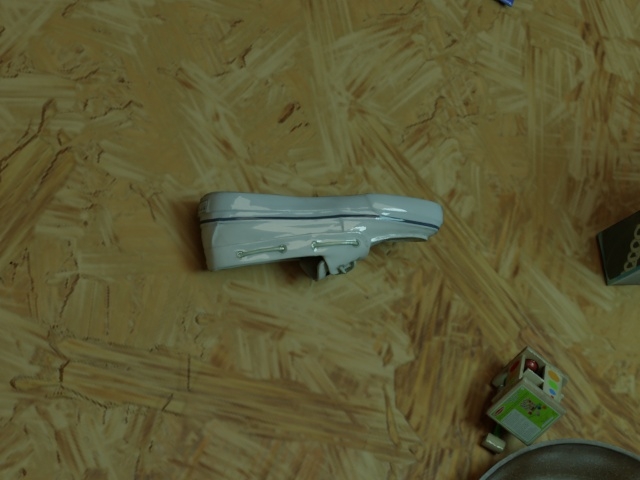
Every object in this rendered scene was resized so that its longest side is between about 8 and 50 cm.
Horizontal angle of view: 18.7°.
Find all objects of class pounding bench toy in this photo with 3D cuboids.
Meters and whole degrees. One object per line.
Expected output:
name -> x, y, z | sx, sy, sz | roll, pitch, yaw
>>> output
pounding bench toy -> 0.180, 0.149, 1.772 | 0.052, 0.083, 0.065 | 37, 28, -11

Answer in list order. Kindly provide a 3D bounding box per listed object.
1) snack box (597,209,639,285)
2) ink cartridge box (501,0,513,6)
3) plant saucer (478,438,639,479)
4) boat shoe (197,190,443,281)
snack box -> 0.422, -0.029, 1.793 | 0.187, 0.322, 0.060 | -1, 73, -26
ink cartridge box -> 0.183, -0.406, 1.981 | 0.186, 0.065, 0.311 | 32, 62, -11
plant saucer -> 0.234, 0.332, 1.726 | 0.310, 0.050, 0.310 | 9, 68, -22
boat shoe -> 0.000, 0.000, 1.735 | 0.226, 0.083, 0.076 | 1, 82, -13
